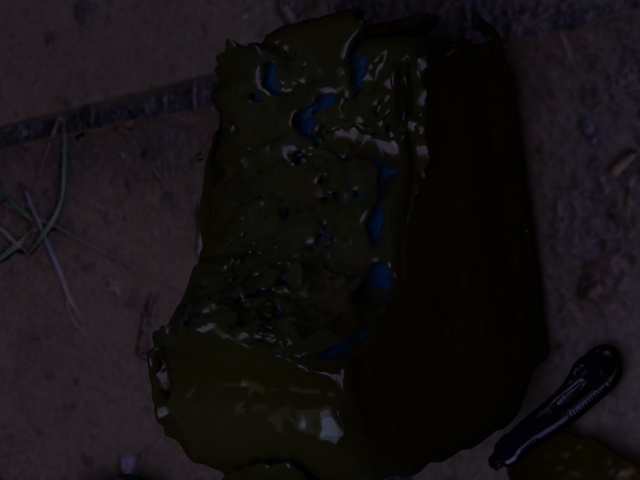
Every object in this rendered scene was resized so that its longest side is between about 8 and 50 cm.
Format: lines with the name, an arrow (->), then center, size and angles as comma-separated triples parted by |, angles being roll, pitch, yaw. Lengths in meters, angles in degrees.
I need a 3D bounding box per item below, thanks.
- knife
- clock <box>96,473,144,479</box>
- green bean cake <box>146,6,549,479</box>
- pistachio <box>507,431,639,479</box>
knife -> 0.163, 0.118, 1.119 | 0.121, 0.018, 0.031 | -40, 64, 5
clock -> -0.153, 0.237, 1.294 | 0.135, 0.041, 0.101 | -16, 85, 26
green bean cake -> 0.000, 0.000, 1.068 | 0.202, 0.285, 0.310 | -3, 90, 32
pistachio -> 0.205, 0.197, 1.103 | 0.173, 0.049, 0.089 | 28, 82, 33
